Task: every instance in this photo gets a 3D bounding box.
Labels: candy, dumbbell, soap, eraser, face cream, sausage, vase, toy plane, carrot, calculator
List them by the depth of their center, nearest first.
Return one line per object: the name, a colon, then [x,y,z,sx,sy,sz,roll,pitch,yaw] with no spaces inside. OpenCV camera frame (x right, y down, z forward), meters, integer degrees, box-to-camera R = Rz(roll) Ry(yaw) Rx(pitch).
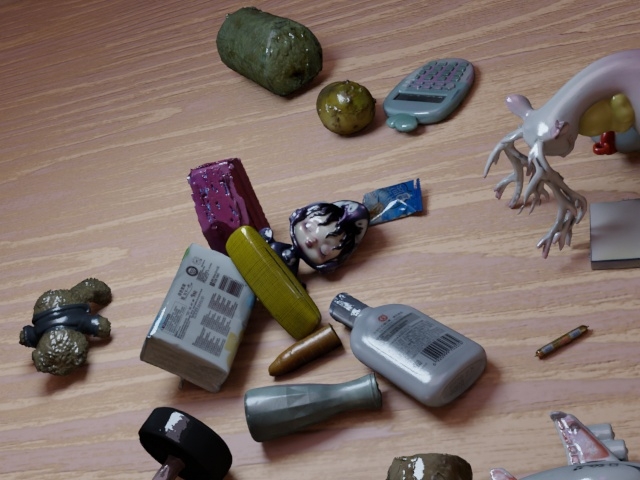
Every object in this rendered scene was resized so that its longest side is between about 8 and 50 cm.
toy plane: [0.323,0.330,0.964,0.252,0.118,0.252,-12,42,11]
dumbbell: [-0.248,0.379,1.159,0.152,0.153,0.218,9,50,34]
sausage: [0.379,0.158,1.206,0.100,0.015,0.015,-28,40,-6]
vase: [-0.010,0.261,1.234,0.214,0.086,0.086,-13,40,6]
face cream: [0.125,0.166,1.273,0.144,0.071,0.291,-33,40,-29]
eraser: [0.516,-0.013,1.323,0.103,0.023,0.150,-5,43,23]
carrot: [-0.031,0.196,1.340,0.139,0.048,0.048,-29,40,-4]
soap: [-0.173,-0.055,1.531,0.099,0.250,0.162,-12,39,11]
candy: [0.142,-0.076,1.570,0.136,0.038,0.088,-16,53,21]
calculator: [0.252,-0.343,1.807,0.185,0.041,0.299,11,49,35]

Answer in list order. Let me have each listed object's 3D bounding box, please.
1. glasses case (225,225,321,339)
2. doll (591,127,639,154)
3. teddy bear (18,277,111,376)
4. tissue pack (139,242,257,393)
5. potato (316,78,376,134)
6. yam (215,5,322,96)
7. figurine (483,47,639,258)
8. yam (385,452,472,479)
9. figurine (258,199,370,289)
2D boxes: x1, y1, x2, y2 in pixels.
glasses case: [-0.087,0.077,1.402,0.234,0.079,0.064,51,36,12]
doll: [0.621,-0.254,1.489,0.199,0.105,0.336,21,49,38]
teddy bear: [-0.523,0.161,1.555,0.181,0.129,0.251,-22,39,6]
tissue pack: [-0.223,0.151,1.419,0.159,0.145,0.229,25,46,-10]
potato: [0.059,-0.316,1.812,0.137,0.137,0.176,-24,18,0]
yam: [-0.136,-0.508,2.062,0.195,0.195,0.300,-37,41,-15]
figurine: [0.442,-0.148,1.311,0.315,0.284,0.206,-13,36,4]
yam: [0.137,0.385,0.978,0.129,0.128,0.238,-16,40,27]
figurine: [0.000,0.000,1.498,0.222,0.145,0.145,-29,39,0]
